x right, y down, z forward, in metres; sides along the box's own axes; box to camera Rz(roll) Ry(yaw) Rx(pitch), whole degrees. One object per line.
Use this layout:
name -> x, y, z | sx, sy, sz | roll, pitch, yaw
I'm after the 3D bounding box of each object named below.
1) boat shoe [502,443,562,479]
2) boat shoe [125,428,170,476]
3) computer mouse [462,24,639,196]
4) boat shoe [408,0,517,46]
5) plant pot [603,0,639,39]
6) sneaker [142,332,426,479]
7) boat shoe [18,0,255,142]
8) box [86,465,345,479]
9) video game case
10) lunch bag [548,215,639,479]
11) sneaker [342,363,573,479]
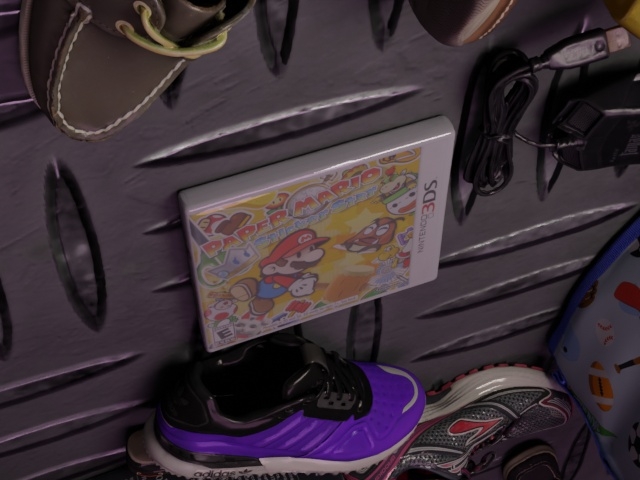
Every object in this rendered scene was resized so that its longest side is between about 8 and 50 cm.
boat shoe -> 0.304, 0.349, 1.582 | 0.080, 0.073, 0.223 | -25, 146, -2
boat shoe -> -0.128, 0.201, 1.142 | 0.133, 0.048, 0.042 | -8, 147, -20
computer mouse -> 0.243, -0.125, 0.939 | 0.262, 0.060, 0.184 | -10, 148, -2
boat shoe -> 0.142, -0.246, 0.661 | 0.117, 0.123, 0.324 | -8, 144, -27
plant pot -> 0.275, -0.215, 0.724 | 0.187, 0.212, 0.212 | 6, 136, -20
sneaker -> -0.012, 0.147, 1.094 | 0.294, 0.102, 0.146 | -4, 139, -28
boat shoe -> -0.083, -0.161, 0.651 | 0.109, 0.091, 0.305 | 8, 133, -39
box -> -0.113, 0.372, 1.260 | 0.313, 0.179, 0.343 | -20, 145, -9
video game case -> 0.000, 0.000, 0.974 | 0.227, 0.026, 0.206 | -17, 144, -12
lunch bag -> 0.432, 0.121, 1.146 | 0.239, 0.327, 0.385 | 13, 129, -41
sneaker -> 0.152, 0.225, 1.292 | 0.299, 0.112, 0.120 | -12, 143, -20
